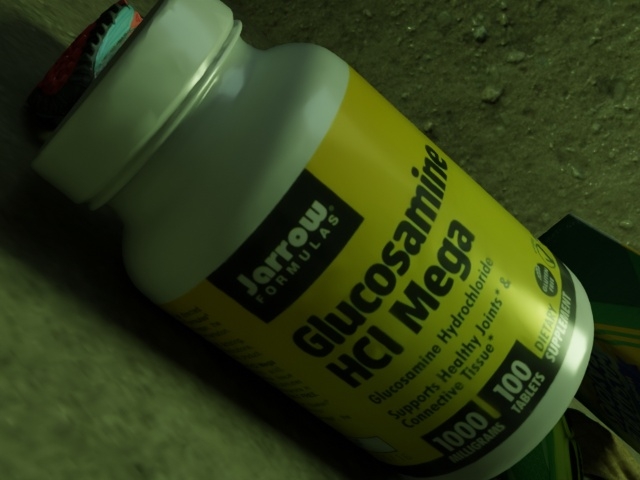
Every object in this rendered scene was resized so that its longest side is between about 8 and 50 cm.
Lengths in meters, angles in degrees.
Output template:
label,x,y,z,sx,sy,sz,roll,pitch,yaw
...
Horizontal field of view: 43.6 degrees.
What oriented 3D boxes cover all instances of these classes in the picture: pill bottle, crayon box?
label,x,y,z,sx,sy,sz,roll,pitch,yaw
pill bottle,0.000,0.000,0.510,0.334,0.188,0.188,38,14,-20
crayon box,0.302,0.130,0.633,0.203,0.083,0.323,56,-7,-34

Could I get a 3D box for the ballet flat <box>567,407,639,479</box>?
label,x,y,z,sx,sy,sz,roll,pitch,yaw
ballet flat,0.320,0.301,0.738,0.342,0.116,0.124,44,33,6

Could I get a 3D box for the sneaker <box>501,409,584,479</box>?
label,x,y,z,sx,sy,sz,roll,pitch,yaw
sneaker,0.149,0.140,0.715,0.109,0.123,0.295,48,22,-55

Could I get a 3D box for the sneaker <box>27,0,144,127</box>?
label,x,y,z,sx,sy,sz,roll,pitch,yaw
sneaker,-0.142,-0.121,0.661,0.125,0.104,0.262,43,13,-12
